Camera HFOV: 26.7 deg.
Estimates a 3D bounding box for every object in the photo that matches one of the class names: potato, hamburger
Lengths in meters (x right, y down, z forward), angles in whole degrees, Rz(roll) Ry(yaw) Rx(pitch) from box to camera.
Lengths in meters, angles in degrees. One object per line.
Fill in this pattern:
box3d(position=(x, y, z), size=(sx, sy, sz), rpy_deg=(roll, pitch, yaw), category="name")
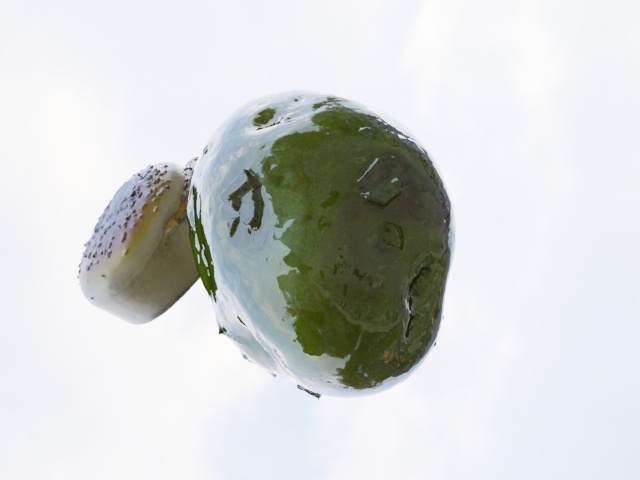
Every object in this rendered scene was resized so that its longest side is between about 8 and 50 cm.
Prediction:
box3d(position=(0.000, 0.000, 0.824), size=(0.148, 0.253, 0.186), rpy_deg=(-16, -60, -9), category="potato")
box3d(position=(-0.130, -0.005, 1.037), size=(0.141, 0.126, 0.081), rpy_deg=(-44, -68, 5), category="hamburger")
